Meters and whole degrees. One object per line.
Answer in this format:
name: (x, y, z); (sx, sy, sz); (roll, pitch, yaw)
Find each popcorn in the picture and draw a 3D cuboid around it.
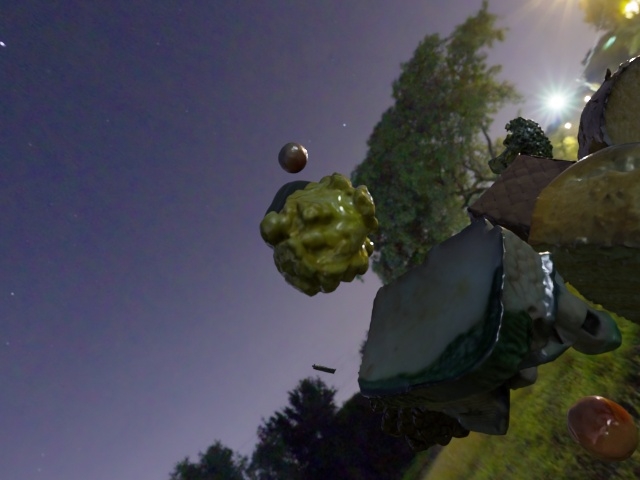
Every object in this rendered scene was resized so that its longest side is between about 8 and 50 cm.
popcorn: (0.000, 0.000, 0.908); (0.250, 0.234, 0.242); (-34, -69, -31)

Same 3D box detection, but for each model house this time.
model house: (0.258, 0.159, 0.645); (0.298, 0.284, 0.243); (-42, 27, 51)

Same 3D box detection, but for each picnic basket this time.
picnic basket: (0.603, -0.036, 1.182); (0.337, 0.293, 0.338); (-13, -66, -31)

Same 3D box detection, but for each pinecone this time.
pinecone: (0.207, 0.324, 0.911); (0.202, 0.229, 0.201); (6, -22, -22)

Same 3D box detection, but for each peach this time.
peach: (0.829, 0.555, 1.236); (0.184, 0.184, 0.184); (-45, -23, -25)
peach: (-0.072, -0.218, 1.120); (0.083, 0.083, 0.083); (-45, -23, -25)

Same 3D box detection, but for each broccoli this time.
broccoli: (0.926, -0.374, 1.888); (0.334, 0.324, 0.272); (-43, -12, -46)

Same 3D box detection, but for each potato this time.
potato: (0.790, -0.295, 1.098); (0.289, 0.300, 0.237); (-63, 2, 4)

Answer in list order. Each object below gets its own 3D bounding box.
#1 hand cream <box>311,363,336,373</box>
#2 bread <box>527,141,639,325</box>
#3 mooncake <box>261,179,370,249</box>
hand cream: (0.013, 0.464, 1.519); (0.019, 0.093, 0.030); (-94, 25, -59)
bread: (0.608, -0.006, 0.763); (0.239, 0.395, 0.264); (-16, 47, 64)
mooncake: (-0.027, -0.023, 1.330); (0.351, 0.351, 0.187); (77, -144, -63)
